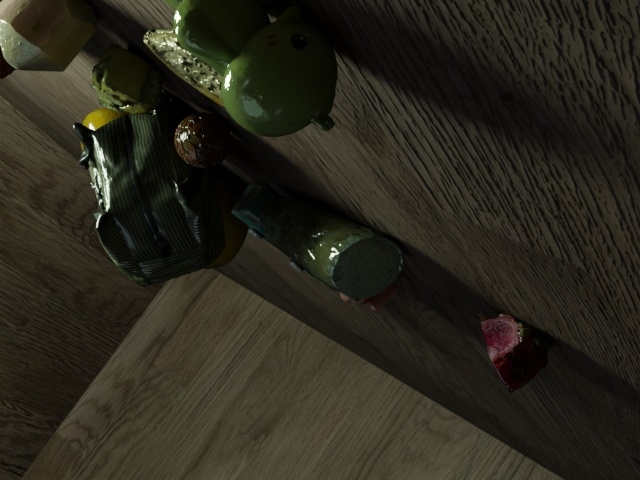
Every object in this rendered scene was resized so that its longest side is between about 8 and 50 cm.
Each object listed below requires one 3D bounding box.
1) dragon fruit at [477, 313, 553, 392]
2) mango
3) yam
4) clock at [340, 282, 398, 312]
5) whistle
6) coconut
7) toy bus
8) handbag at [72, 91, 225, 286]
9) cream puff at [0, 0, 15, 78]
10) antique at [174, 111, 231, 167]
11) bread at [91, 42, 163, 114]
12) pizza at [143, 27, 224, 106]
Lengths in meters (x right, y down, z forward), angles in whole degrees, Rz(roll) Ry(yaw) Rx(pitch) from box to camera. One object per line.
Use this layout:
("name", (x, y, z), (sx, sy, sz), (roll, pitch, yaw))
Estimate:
("dragon fruit", (0.331, 0.175, 1.564), (0.102, 0.096, 0.147), (50, -164, -21))
("mango", (-0.350, -0.115, 2.051), (0.445, 0.220, 0.301), (42, 175, -25))
("yam", (0.000, 0.000, 1.718), (0.330, 0.133, 0.133), (30, 169, 47))
("clock", (0.063, 0.050, 1.857), (0.162, 0.093, 0.166), (50, 165, -24))
("whistle", (-0.085, -0.231, 1.000), (0.294, 0.141, 0.141), (54, 169, -3))
("coconut", (-0.455, -0.345, 1.516), (0.147, 0.152, 0.147), (36, 169, 8))
("toy bus", (-0.062, -0.012, 1.962), (0.262, 0.091, 0.109), (37, 163, -20))
("handbag", (-0.327, -0.104, 1.761), (0.240, 0.247, 0.340), (61, -171, -68))
("cream puff", (-0.683, -0.404, 1.691), (0.350, 0.228, 0.350), (17, 166, 4))
("antique", (-0.206, -0.175, 1.635), (0.104, 0.104, 0.104), (34, 170, 7))
("bread", (-0.323, -0.270, 1.623), (0.110, 0.103, 0.156), (23, 174, 3))
("pizza", (-0.158, -0.244, 1.344), (0.181, 0.034, 0.262), (41, 169, -23))
